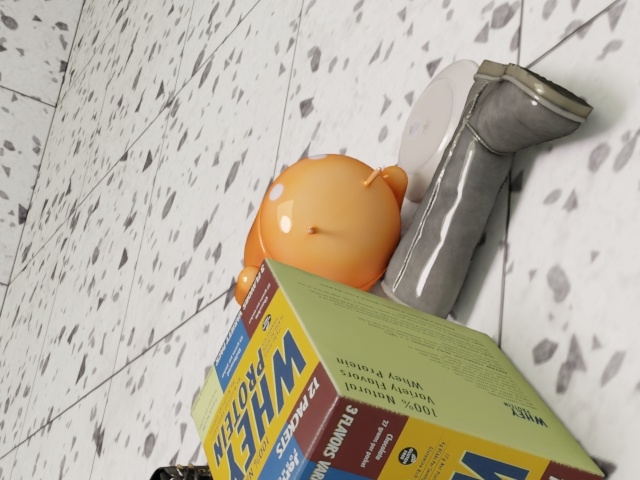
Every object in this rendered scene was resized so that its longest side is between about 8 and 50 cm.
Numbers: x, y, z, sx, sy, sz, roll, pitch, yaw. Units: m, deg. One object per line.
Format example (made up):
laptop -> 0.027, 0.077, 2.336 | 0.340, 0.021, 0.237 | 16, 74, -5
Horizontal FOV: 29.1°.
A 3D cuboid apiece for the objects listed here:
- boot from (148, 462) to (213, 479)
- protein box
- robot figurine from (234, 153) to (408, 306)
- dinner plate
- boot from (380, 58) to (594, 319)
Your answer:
boot -> -0.072, 0.223, 1.108 | 0.198, 0.137, 0.077 | -45, 33, 45
protein box -> 0.042, 0.137, 0.838 | 0.136, 0.199, 0.201 | -64, 24, 14
robot figurine -> 0.001, -0.002, 1.107 | 0.219, 0.158, 0.128 | 121, 150, -69
dinner plate -> 0.104, -0.104, 1.140 | 0.141, 0.017, 0.141 | -51, 28, 40
boot -> 0.121, -0.033, 0.967 | 0.209, 0.076, 0.189 | -61, 9, 5
